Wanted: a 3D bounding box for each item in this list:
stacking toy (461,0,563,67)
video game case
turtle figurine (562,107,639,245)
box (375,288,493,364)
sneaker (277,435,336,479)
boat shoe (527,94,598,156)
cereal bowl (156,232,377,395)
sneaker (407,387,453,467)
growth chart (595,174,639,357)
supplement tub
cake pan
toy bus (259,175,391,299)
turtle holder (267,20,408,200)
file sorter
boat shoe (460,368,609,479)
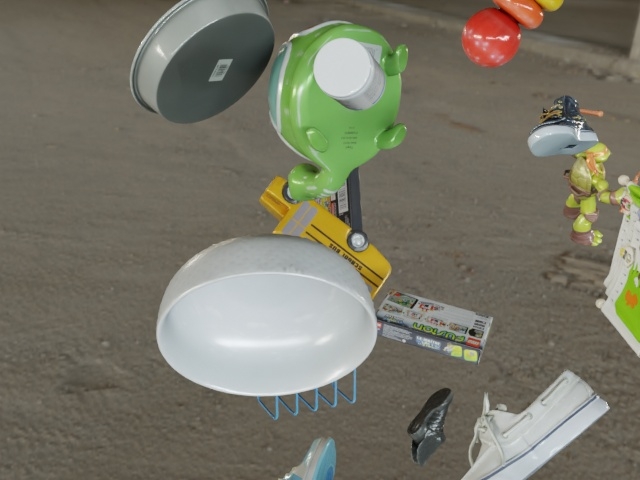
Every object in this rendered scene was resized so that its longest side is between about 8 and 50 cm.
[{"bbox_3d":[0.333,-0.401,1.065,0.141,0.330,0.141,36,18,-13],"label":"stacking toy"},{"bbox_3d":[0.034,-0.035,1.866,0.035,0.275,0.248,0,-7,-27],"label":"video game case"},{"bbox_3d":[0.489,-0.093,1.297,0.087,0.217,0.270,-14,45,-5],"label":"turtle figurine"},{"bbox_3d":[0.210,0.159,1.355,0.206,0.036,0.114,15,33,17],"label":"box"},{"bbox_3d":[-0.099,0.588,1.692,0.208,0.127,0.319,6,48,26],"label":"sneaker"},{"bbox_3d":[0.360,-0.179,1.112,0.183,0.083,0.065,-4,-23,-48],"label":"boat shoe"},{"bbox_3d":[-0.084,0.103,1.141,0.338,0.339,0.141,1,49,-8],"label":"cereal bowl"},{"bbox_3d":[0.257,0.423,1.632,0.170,0.089,0.051,-45,23,-16],"label":"sneaker"},{"bbox_3d":[0.459,0.044,1.032,0.021,0.237,0.172,-2,24,-10],"label":"growth chart"},{"bbox_3d":[0.037,-0.199,0.871,0.071,0.071,0.107,10,3,13],"label":"supplement tub"},{"bbox_3d":[-0.196,-0.318,1.277,0.293,0.293,0.054,-22,66,-45],"label":"cake pan"},{"bbox_3d":[0.000,0.000,1.618,0.332,0.130,0.108,36,-11,-4],"label":"toy bus"},{"bbox_3d":[0.022,-0.246,1.346,0.243,0.320,0.227,-31,35,-22],"label":"turtle holder"},{"bbox_3d":[-0.029,0.258,1.353,0.170,0.105,0.118,-6,13,-24],"label":"file sorter"},{"bbox_3d":[0.339,0.350,1.306,0.367,0.136,0.156,-33,64,-12],"label":"boat shoe"}]
